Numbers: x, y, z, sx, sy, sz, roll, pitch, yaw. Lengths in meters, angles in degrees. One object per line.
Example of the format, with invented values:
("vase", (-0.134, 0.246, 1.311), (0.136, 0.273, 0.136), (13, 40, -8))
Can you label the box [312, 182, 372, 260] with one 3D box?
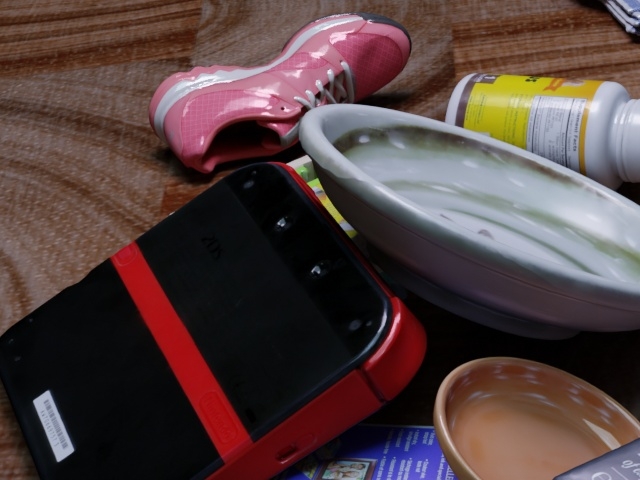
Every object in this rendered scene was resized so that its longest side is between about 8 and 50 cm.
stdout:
("box", (-0.001, -0.001, 1.813), (0.105, 0.043, 0.179), (17, 42, 38))

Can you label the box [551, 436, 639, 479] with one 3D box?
("box", (0.391, 0.229, 1.187), (0.395, 0.212, 0.293), (-21, 31, -21))

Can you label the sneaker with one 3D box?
("sneaker", (-0.030, -0.152, 2.110), (0.314, 0.116, 0.136), (-22, 41, -7))

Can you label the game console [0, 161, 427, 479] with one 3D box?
("game console", (-0.108, 0.098, 1.639), (0.342, 0.060, 0.386), (-36, 33, -1))

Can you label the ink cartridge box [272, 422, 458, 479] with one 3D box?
("ink cartridge box", (0.059, 0.219, 1.467), (0.208, 0.045, 0.206), (-1, 31, 13))

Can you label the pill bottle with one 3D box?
("pill bottle", (0.244, -0.109, 1.917), (0.215, 0.117, 0.117), (7, 33, 26))

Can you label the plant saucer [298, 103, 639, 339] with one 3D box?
("plant saucer", (0.156, -0.001, 1.681), (0.400, 0.100, 0.400), (19, 17, -6))

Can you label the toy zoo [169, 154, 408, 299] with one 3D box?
("toy zoo", (0.000, 0.000, 1.885), (0.192, 0.030, 0.293), (-25, 33, -26))

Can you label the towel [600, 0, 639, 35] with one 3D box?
("towel", (0.485, -0.319, 2.304), (0.285, 0.034, 0.209), (-11, 27, -6))

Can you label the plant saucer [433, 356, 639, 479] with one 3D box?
("plant saucer", (0.177, 0.170, 1.458), (0.200, 0.037, 0.200), (17, 33, -11))
